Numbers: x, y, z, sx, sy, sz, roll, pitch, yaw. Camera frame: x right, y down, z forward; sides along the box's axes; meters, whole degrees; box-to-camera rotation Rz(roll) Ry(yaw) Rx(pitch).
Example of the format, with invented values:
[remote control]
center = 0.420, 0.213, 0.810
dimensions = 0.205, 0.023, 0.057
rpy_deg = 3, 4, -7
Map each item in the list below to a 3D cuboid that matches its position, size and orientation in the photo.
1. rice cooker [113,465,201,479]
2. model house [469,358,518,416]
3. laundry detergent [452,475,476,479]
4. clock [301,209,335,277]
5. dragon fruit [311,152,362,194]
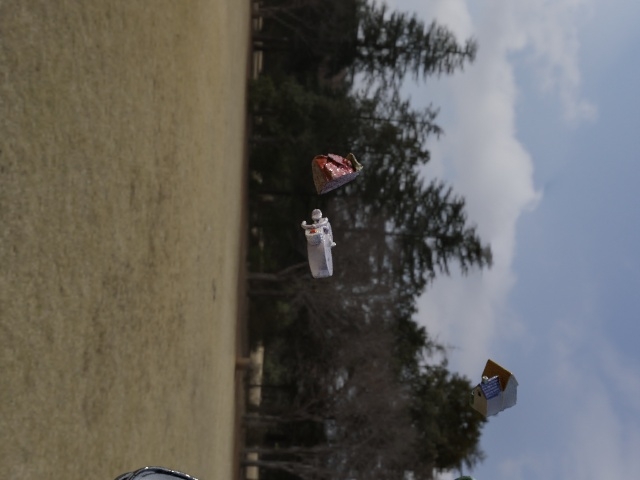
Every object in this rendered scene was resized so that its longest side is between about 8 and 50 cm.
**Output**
[rice cooker]
center = -0.289, 0.542, 1.152
dimensions = 0.224, 0.267, 0.267
rpy_deg = -59, -166, 21
[model house]
center = 0.404, 0.346, 1.592
dimensions = 0.088, 0.100, 0.100
rpy_deg = 35, -42, 55
[laundry detergent]
center = 0.197, 0.494, 0.790
dimensions = 0.287, 0.305, 0.287
rpy_deg = -44, 170, -10
[clock]
center = 0.000, 0.000, 1.036
dimensions = 0.129, 0.041, 0.087
rpy_deg = -81, 160, -64
[dragon fruit]
center = 0.035, -0.169, 1.566
dimensions = 0.162, 0.106, 0.083
rpy_deg = 112, -45, -78
